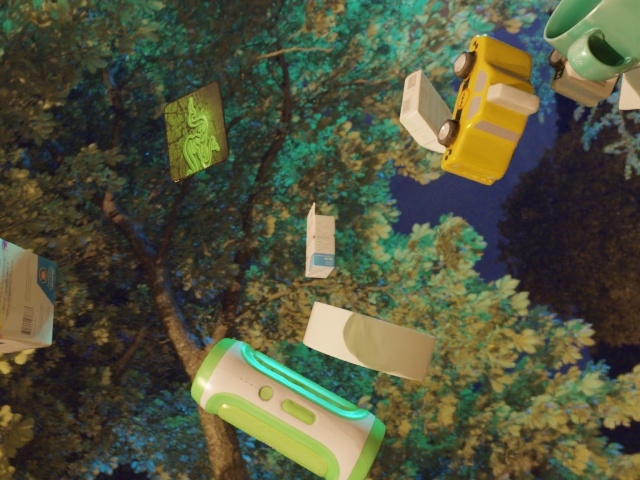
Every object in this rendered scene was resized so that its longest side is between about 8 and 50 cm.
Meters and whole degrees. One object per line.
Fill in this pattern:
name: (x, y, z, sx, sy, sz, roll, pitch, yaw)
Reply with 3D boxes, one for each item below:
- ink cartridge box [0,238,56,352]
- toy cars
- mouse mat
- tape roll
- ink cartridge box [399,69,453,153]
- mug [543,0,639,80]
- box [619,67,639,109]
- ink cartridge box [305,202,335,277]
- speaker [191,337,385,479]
ink cartridge box: (-0.457, 0.066, 0.665, 0.231, 0.078, 0.134, 65, -163, -69)
toy cars: (0.307, -0.230, 0.665, 0.394, 0.087, 0.176, -36, -78, -13)
mouse mat: (-0.259, -0.226, 1.043, 0.007, 0.153, 0.189, 22, -127, -62)
tape roll: (0.107, 0.222, 1.127, 0.286, 0.286, 0.100, 22, -99, -41)
ink cartridge box: (0.282, -0.281, 1.241, 0.225, 0.056, 0.181, 44, -140, -31)
mug: (0.326, -0.237, 0.560, 0.097, 0.129, 0.157, 33, -80, -10)
box: (0.658, -0.411, 0.860, 0.168, 0.215, 0.345, 45, -120, -56)
ink cartridge box: (0.000, 0.000, 1.355, 0.060, 0.104, 0.180, 5, -111, -11)
speaker: (-0.052, 0.273, 0.807, 0.297, 0.131, 0.131, 27, -127, 10)
